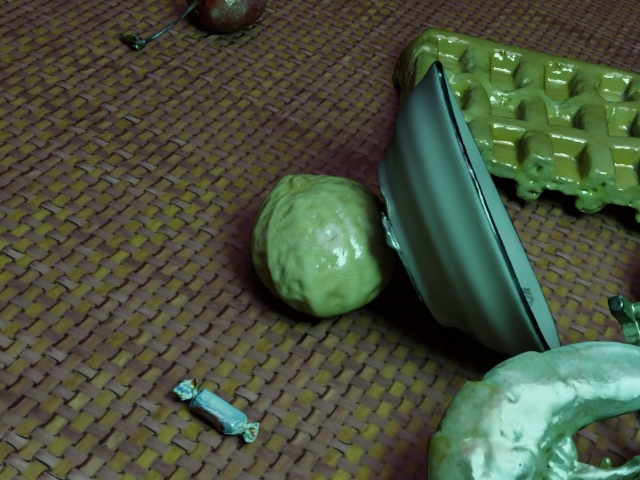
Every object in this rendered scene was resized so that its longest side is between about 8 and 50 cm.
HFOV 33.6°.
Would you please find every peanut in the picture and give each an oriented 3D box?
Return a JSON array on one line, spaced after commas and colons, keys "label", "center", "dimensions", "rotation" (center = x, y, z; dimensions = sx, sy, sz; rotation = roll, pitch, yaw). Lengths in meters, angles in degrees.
[{"label": "peanut", "center": [0.000, 0.000, 1.029], "dimensions": [0.141, 0.109, 0.159], "rotation": [-17, 50, -32]}]

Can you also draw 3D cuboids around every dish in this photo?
[{"label": "dish", "center": [0.127, -0.012, 1.018], "dimensions": [0.106, 0.316, 0.316], "rotation": [-22, 39, 13]}]

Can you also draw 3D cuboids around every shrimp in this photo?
[{"label": "shrimp", "center": [0.255, 0.215, 0.820], "dimensions": [0.360, 0.085, 0.247], "rotation": [27, 72, 3]}]

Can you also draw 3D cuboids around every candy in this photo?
[{"label": "candy", "center": [-0.087, 0.143, 0.896], "dimensions": [0.083, 0.020, 0.030], "rotation": [29, 41, 15]}]

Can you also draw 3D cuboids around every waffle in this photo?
[{"label": "waffle", "center": [0.262, -0.155, 1.327], "dimensions": [0.348, 0.077, 0.304], "rotation": [12, 37, 0]}]

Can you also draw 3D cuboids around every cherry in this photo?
[{"label": "cherry", "center": [-0.161, -0.307, 1.372], "dimensions": [0.225, 0.090, 0.107], "rotation": [-22, 63, -27]}]

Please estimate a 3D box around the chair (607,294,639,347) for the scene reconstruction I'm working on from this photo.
[{"label": "chair", "center": [0.375, 0.118, 0.995], "dimensions": [0.270, 0.147, 0.136], "rotation": [23, 51, -62]}]
